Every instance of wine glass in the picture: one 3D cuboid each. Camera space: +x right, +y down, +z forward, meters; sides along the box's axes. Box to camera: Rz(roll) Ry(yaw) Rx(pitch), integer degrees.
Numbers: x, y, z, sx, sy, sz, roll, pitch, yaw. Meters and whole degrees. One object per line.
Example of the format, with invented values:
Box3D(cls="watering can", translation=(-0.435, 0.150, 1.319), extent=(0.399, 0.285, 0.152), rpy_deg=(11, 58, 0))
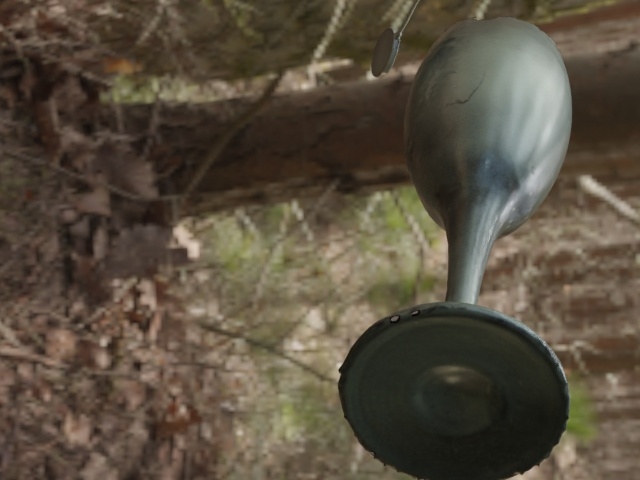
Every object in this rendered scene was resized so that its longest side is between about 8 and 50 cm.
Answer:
Box3D(cls="wine glass", translation=(0.000, 0.000, 0.752), extent=(0.309, 0.264, 0.096), rpy_deg=(-75, 148, -56))

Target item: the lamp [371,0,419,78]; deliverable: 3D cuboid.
Box3D(cls="lamp", translation=(0.076, -0.221, 1.313), extent=(0.056, 0.198, 0.050), rpy_deg=(13, 53, -17))
